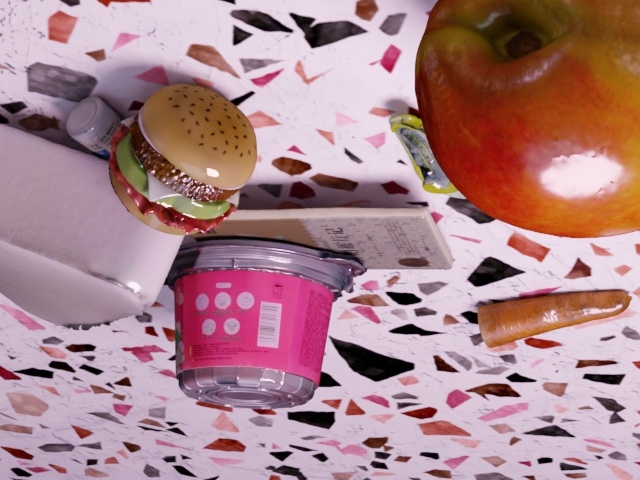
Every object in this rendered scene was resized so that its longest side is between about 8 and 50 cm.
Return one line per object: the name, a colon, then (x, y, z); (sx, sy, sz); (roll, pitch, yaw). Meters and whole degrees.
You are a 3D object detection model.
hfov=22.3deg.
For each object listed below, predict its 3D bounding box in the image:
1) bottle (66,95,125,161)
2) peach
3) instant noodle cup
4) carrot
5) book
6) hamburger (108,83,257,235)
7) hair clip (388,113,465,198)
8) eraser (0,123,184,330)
bottle: (-0.215, -0.095, 1.964); (0.060, 0.060, 0.217); (-15, 142, 33)
peach: (0.255, -0.140, 1.580); (0.308, 0.308, 0.332); (-18, 158, 36)
instant noodle cup: (-0.091, 0.119, 2.124); (0.302, 0.181, 0.258); (-9, 159, 36)
carrot: (0.317, 0.097, 2.182); (0.210, 0.061, 0.061); (-13, 144, 22)
book: (0.000, 0.000, 2.066); (0.310, 0.021, 0.217); (-1, 163, 13)
hamburger: (-0.150, -0.102, 1.852); (0.175, 0.175, 0.137); (22, 130, -23)
hair clip: (0.125, -0.102, 1.903); (0.060, 0.033, 0.188); (-5, 150, 24)
eraser: (-0.303, -0.009, 1.976); (0.331, 0.150, 0.331); (21, 160, 8)
